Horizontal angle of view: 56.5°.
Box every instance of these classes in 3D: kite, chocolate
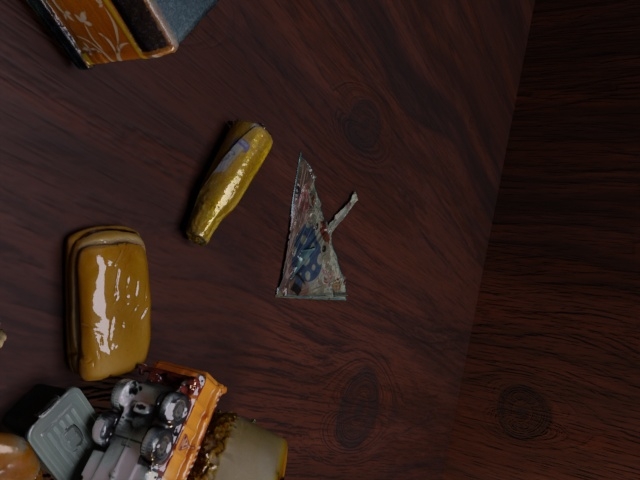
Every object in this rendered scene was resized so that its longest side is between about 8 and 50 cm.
[{"bbox_3d":[0.001,0.000,1.292,0.368,0.014,0.406,-52,136,-40],"label":"kite"},{"bbox_3d":[-0.152,-0.092,0.971,0.086,0.085,0.220,51,55,-49],"label":"chocolate"}]

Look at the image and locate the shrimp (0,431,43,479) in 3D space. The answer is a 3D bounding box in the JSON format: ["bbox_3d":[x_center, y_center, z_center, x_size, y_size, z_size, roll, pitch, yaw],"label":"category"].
[{"bbox_3d":[-0.387,0.335,0.666,0.152,0.062,0.288,-15,120,-41],"label":"shrimp"}]

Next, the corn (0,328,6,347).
[{"bbox_3d":[-0.416,0.140,0.590,0.211,0.087,0.087,-49,135,-33],"label":"corn"}]

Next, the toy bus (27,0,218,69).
[{"bbox_3d":[-0.197,-0.372,0.736,0.324,0.194,0.162,-61,141,-31],"label":"toy bus"}]

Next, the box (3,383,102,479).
[{"bbox_3d":[-0.332,0.241,0.747,0.084,0.068,0.123,-51,136,-43],"label":"box"}]

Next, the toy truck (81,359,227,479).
[{"bbox_3d":[-0.230,0.286,0.759,0.135,0.114,0.271,66,39,-51],"label":"toy truck"}]

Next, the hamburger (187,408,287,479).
[{"bbox_3d":[-0.159,0.405,0.909,0.294,0.178,0.276,93,13,-74],"label":"hamburger"}]

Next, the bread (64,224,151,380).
[{"bbox_3d":[-0.281,0.081,0.802,0.115,0.077,0.201,-6,100,-50],"label":"bread"}]
